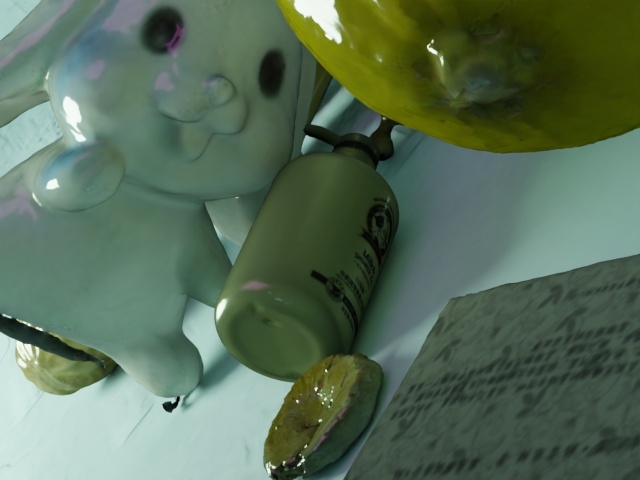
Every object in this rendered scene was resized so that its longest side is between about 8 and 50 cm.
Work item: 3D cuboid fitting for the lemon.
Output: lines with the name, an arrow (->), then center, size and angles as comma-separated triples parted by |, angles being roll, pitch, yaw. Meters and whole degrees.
lemon -> 0.097, -0.180, 0.851 | 0.293, 0.293, 0.293 | -44, 19, 20

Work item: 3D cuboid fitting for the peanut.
peanut -> -0.154, 0.031, 1.329 | 0.194, 0.093, 0.083 | -50, 57, 11

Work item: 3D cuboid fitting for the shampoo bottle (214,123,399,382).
shampoo bottle -> 0.000, 0.000, 1.038 | 0.079, 0.079, 0.162 | -32, 25, 45

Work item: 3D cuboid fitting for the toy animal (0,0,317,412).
toy animal -> -0.111, -0.050, 1.144 | 0.289, 0.249, 0.174 | -34, 38, 14

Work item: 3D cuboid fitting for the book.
book -> 0.040, 0.145, 0.581 | 0.264, 0.031, 0.379 | -21, 31, 56

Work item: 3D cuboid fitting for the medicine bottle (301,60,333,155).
medicine bottle -> 0.031, -0.257, 1.269 | 0.426, 0.108, 0.108 | -63, 17, 4

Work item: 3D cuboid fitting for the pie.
pie -> 0.001, 0.092, 0.951 | 0.084, 0.020, 0.084 | -43, 22, 21

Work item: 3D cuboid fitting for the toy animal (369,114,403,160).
toy animal -> 0.105, -0.206, 1.199 | 0.312, 0.097, 0.157 | -51, 5, 8
